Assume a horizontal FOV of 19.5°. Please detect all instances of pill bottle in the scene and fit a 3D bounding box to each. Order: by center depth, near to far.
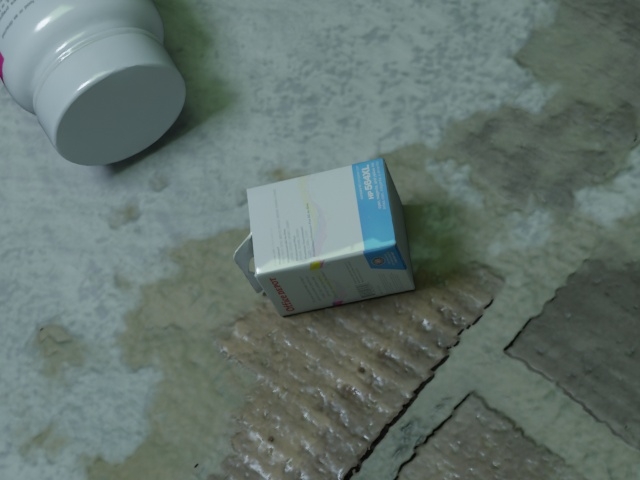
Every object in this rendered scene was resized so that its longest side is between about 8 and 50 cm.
[{"bbox_3d":[-0.246,-0.217,1.761,0.160,0.160,0.283,-31,60,-2],"label":"pill bottle"}]

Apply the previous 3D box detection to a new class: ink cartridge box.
[{"bbox_3d":[0.000,0.000,1.626,0.143,0.092,0.090,-11,61,8],"label":"ink cartridge box"}]
